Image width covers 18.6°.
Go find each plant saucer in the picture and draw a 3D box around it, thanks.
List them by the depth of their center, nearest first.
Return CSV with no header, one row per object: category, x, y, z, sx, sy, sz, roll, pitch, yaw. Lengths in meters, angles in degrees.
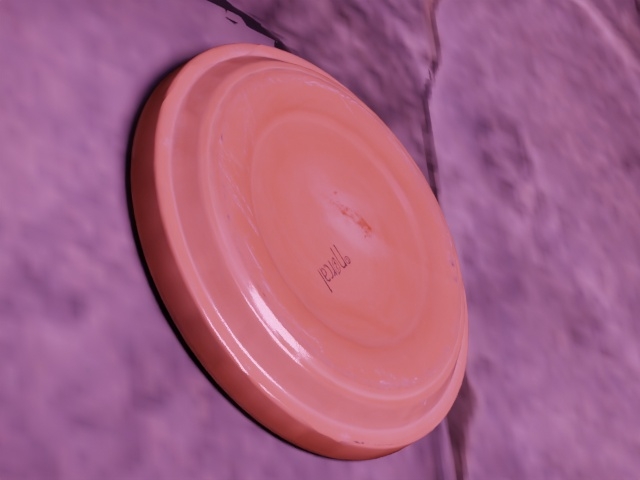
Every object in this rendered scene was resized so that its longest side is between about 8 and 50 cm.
plant saucer,0.000,0.000,0.367,0.083,0.013,0.083,29,46,-35
